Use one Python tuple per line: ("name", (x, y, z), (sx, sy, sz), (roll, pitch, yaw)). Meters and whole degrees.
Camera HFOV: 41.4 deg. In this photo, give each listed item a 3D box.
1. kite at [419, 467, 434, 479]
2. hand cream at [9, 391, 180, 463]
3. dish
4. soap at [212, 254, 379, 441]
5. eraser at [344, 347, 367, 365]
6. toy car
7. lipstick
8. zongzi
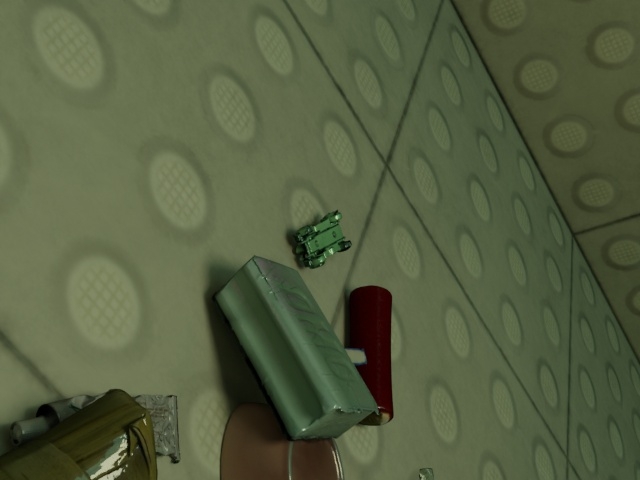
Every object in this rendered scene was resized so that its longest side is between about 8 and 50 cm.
("kite", (0.164, 0.501, 1.264), (0.335, 0.011, 0.314), (6, 80, -16))
("hand cream", (-0.232, 0.206, 0.938), (0.257, 0.050, 0.084), (21, 53, -57))
("dish", (-0.036, 0.314, 1.153), (0.213, 0.090, 0.213), (38, 42, -45))
("soap", (-0.033, 0.149, 1.163), (0.150, 0.094, 0.261), (16, 36, -57))
("eraser", (0.022, 0.191, 1.330), (0.063, 0.084, 0.027), (13, 64, -56))
("toy car", (0.000, 0.000, 1.440), (0.143, 0.054, 0.073), (-31, 102, -59))
("lipstick", (0.086, 0.193, 1.444), (0.080, 0.080, 0.241), (39, 42, -43))
("zongzi", (-0.260, 0.294, 0.817), (0.228, 0.115, 0.256), (-24, 132, -38))
